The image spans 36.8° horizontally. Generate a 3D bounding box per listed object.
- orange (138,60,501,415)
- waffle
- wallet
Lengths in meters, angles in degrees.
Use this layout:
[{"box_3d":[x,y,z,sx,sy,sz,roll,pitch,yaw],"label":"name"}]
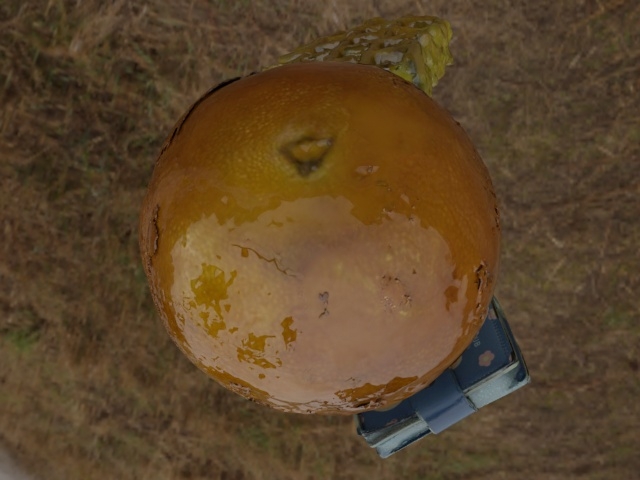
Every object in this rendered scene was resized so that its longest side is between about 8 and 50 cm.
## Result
[{"box_3d":[0.000,0.000,0.636,0.240,0.240,0.240,5,147,3],"label":"orange"},{"box_3d":[0.036,-0.154,0.852,0.161,0.211,0.055,-8,112,24],"label":"waffle"},{"box_3d":[0.130,0.155,1.100,0.202,0.141,0.059,-29,122,11],"label":"wallet"}]
